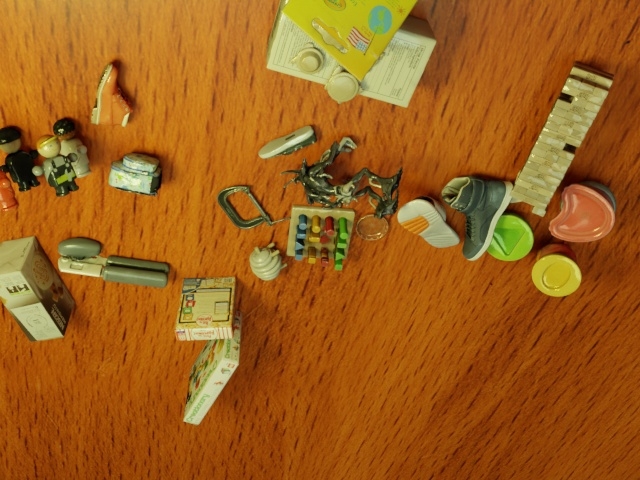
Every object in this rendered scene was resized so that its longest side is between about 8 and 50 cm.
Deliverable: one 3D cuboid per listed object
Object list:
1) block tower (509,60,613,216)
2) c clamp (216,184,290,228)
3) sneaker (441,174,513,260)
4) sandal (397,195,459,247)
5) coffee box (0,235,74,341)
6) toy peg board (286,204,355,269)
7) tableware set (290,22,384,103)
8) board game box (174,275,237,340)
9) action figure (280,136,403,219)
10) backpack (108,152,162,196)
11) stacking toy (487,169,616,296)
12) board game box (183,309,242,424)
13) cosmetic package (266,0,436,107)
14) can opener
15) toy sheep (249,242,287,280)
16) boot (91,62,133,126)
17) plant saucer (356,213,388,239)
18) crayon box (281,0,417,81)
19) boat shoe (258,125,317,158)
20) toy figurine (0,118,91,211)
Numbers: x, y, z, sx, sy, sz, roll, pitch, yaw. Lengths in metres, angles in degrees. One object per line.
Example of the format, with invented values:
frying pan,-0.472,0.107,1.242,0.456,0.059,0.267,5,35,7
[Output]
block tower,0.536,-0.224,1.529,0.097,0.091,0.335,24,123,12
c clamp,-0.175,-0.085,1.694,0.137,0.022,0.161,-23,129,22
sneaker,0.360,-0.059,1.682,0.163,0.086,0.226,8,117,-22
sandal,0.272,-0.057,1.709,0.102,0.076,0.265,-15,151,26
coffee box,-0.750,0.130,1.765,0.098,0.141,0.246,-10,129,5
toy peg board,0.000,0.000,1.732,0.160,0.079,0.161,4,129,-6
tableware set,0.035,-0.357,1.329,0.168,0.020,0.141,35,118,-25
board game box,-0.299,0.177,1.791,0.146,0.193,0.045,-2,130,0
action figure,0.053,-0.142,1.584,0.275,0.141,0.164,16,141,18
backpack,-0.427,-0.158,1.568,0.114,0.105,0.084,8,107,-8
stacking toy,0.584,-0.045,1.738,0.279,0.130,0.309,28,124,10
board game box,-0.309,0.364,1.948,0.053,0.193,0.305,20,126,-19
cosmetic package,0.058,-0.400,1.379,0.309,0.113,0.160,13,128,-14
can opener,-0.535,0.057,1.757,0.283,0.076,0.095,8,130,-11
toy sheep,-0.142,0.056,1.770,0.091,0.091,0.132,-17,134,11
boot,-0.444,-0.313,1.468,0.084,0.059,0.158,12,137,-16
plant saucer,0.133,-0.036,1.750,0.083,0.013,0.083,-2,130,-2
crayon box,0.076,-0.476,1.229,0.202,0.081,0.318,36,85,-25
boat shoe,-0.074,-0.218,1.567,0.142,0.049,0.040,-23,128,13
toy figurine,-0.623,-0.176,1.475,0.209,0.213,0.148,-13,113,4
